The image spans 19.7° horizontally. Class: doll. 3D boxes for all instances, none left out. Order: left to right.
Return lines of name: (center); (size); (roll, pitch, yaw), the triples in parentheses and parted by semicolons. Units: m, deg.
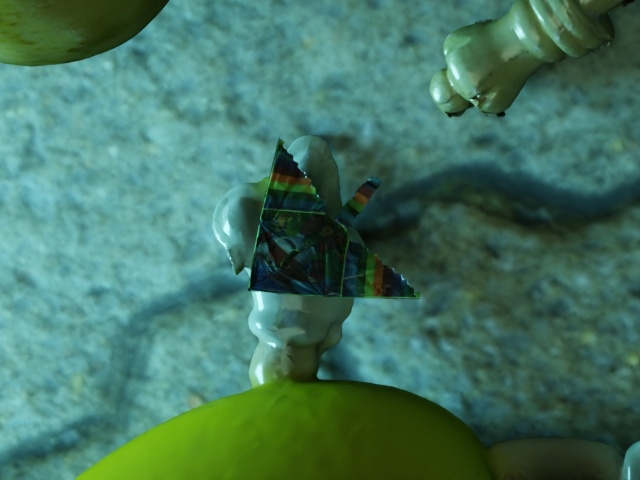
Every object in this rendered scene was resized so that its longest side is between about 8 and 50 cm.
doll: (0.037, 0.151, 0.940); (0.423, 0.161, 0.348); (24, 87, 13)

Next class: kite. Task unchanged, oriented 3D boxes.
kite: (0.000, 0.000, 0.940); (0.090, 0.004, 0.122); (-42, 64, -11)

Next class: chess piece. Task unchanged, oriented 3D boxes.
chess piece: (0.125, -0.114, 0.894); (0.172, 0.060, 0.060); (-35, 90, 25)

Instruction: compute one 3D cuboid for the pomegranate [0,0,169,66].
pomegranate: (-0.154, -0.169, 0.905); (0.196, 0.196, 0.196); (4, 104, 18)
